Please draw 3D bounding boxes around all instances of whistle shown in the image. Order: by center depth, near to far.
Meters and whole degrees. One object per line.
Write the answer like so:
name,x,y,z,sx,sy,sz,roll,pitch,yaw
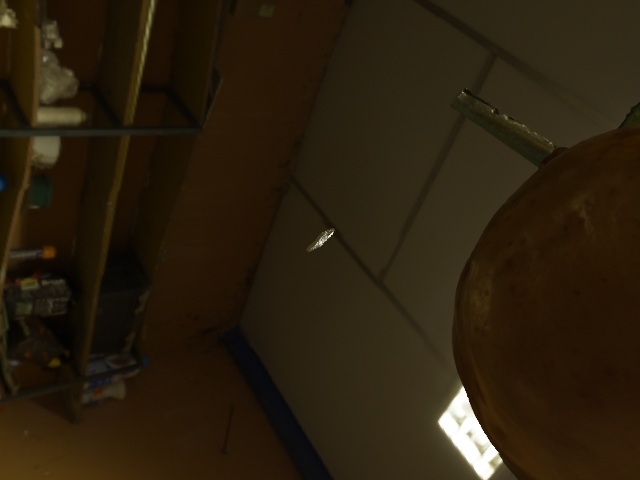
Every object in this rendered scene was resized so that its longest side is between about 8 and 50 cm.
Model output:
whistle,0.448,-0.246,1.442,0.326,0.057,0.068,39,-95,14

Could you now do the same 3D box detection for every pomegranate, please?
pomegranate,0.298,0.061,0.556,0.410,0.410,0.409,12,-74,50

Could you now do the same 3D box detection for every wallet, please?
wallet,0.000,0.000,1.480,0.011,0.044,0.083,57,-42,12

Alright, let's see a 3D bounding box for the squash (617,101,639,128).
squash,0.784,-0.138,1.204,0.309,0.311,0.310,-119,-144,-62
